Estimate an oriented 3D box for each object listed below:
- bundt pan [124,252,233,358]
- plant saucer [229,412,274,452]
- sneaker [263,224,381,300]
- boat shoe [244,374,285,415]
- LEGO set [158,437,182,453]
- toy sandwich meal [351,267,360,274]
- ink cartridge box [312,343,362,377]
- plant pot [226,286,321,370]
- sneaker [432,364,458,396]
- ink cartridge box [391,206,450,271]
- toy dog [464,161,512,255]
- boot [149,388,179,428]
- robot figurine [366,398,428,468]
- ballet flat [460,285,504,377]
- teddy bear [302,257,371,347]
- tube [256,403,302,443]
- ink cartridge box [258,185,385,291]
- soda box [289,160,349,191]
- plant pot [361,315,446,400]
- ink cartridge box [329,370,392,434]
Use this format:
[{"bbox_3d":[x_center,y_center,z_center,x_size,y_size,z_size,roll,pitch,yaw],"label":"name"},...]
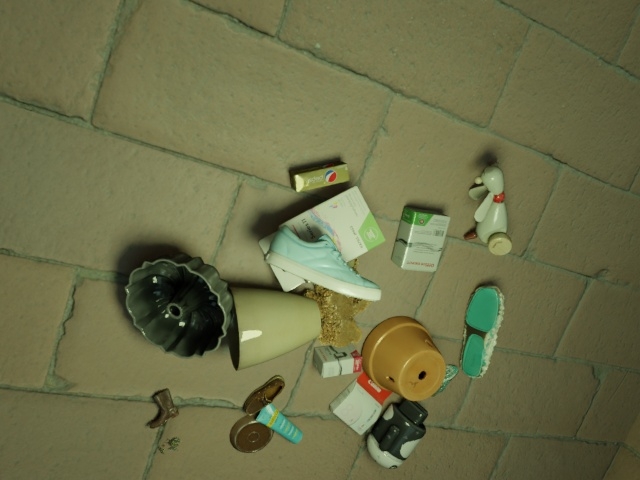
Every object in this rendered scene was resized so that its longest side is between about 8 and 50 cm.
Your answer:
[{"bbox_3d":[-0.403,0.180,1.462,0.330,0.124,0.331,6,114,14],"label":"bundt pan"},{"bbox_3d":[-0.247,0.713,1.807,0.168,0.029,0.169,-6,109,-19],"label":"plant saucer"},{"bbox_3d":[0.026,0.062,1.443,0.365,0.135,0.150,22,87,-8],"label":"sneaker"},{"bbox_3d":[-0.199,0.555,1.749,0.178,0.060,0.064,-41,105,-3],"label":"boat shoe"},{"bbox_3d":[-0.518,0.707,1.713,0.083,0.023,0.054,-10,109,-3],"label":"LEGO set"},{"bbox_3d":[0.099,0.131,1.650,0.085,0.029,0.086,-3,97,-25],"label":"toy sandwich meal"},{"bbox_3d":[0.060,0.430,1.779,0.150,0.109,0.063,-3,110,-19],"label":"ink cartridge box"},{"bbox_3d":[-0.146,0.264,1.565,0.273,0.256,0.257,-3,109,-19],"label":"plant pot"},{"bbox_3d":[0.498,0.579,2.027,0.166,0.065,0.076,-36,132,-2],"label":"sneaker"},{"bbox_3d":[0.354,-0.003,1.754,0.152,0.087,0.209,7,104,-22],"label":"ink cartridge box"},{"bbox_3d":[0.584,-0.105,1.769,0.160,0.220,0.334,-9,106,17],"label":"toy dog"},{"bbox_3d":[-0.538,0.558,1.642,0.106,0.037,0.114,-28,119,-24],"label":"boot"},{"bbox_3d":[0.305,0.761,1.944,0.209,0.173,0.278,35,93,-23],"label":"robot figurine"},{"bbox_3d":[0.651,0.354,1.979,0.146,0.147,0.410,1,110,-20],"label":"ballet flat"},{"bbox_3d":[0.054,0.196,1.715,0.245,0.113,0.338,-27,107,-18],"label":"teddy bear"},{"bbox_3d":[-0.150,0.675,1.818,0.207,0.052,0.080,46,49,-25],"label":"tube"},{"bbox_3d":[0.000,0.000,1.572,0.353,0.119,0.207,-29,90,-9],"label":"ink cartridge box"},{"bbox_3d":[-0.004,-0.205,1.570,0.181,0.061,0.058,-15,113,-15],"label":"soda box"},{"bbox_3d":[0.326,0.452,1.823,0.290,0.203,0.291,-6,107,-22],"label":"plant pot"},{"bbox_3d":[0.176,0.620,1.918,0.232,0.066,0.189,-42,116,2],"label":"ink cartridge box"}]
